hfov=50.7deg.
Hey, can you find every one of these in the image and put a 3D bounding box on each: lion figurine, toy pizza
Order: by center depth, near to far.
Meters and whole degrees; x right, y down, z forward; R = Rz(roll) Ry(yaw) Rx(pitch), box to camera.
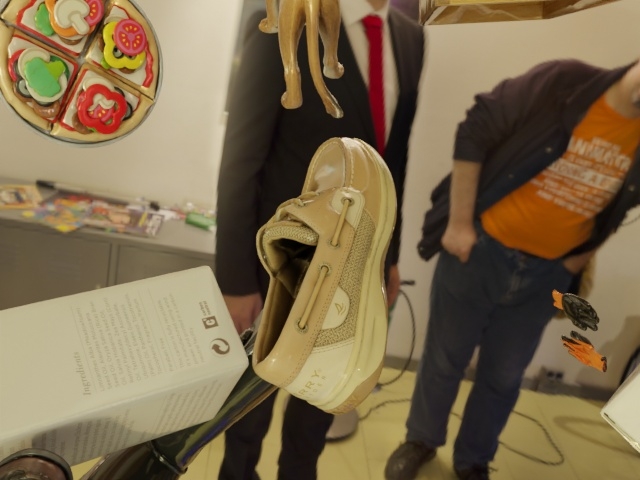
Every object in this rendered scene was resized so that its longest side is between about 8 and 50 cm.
[{"bbox_3d":[-0.274,-0.208,0.784,0.201,0.201,0.032,-3,11,-36],"label":"toy pizza"},{"bbox_3d":[-0.030,-0.378,0.984,0.142,0.240,0.392,-13,49,-16],"label":"lion figurine"}]

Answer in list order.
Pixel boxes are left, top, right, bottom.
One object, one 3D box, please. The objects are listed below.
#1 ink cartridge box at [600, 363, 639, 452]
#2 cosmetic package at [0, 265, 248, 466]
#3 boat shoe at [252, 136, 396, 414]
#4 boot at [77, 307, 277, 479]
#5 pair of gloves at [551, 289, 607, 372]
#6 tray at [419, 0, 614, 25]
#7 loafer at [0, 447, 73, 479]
[{"bbox_3d":[0.343,0.057,0.479,0.115,0.198,0.273,44,33,24],"label":"ink cartridge box"},{"bbox_3d":[-0.348,0.195,0.876,0.453,0.230,0.161,-12,64,-30],"label":"cosmetic package"},{"bbox_3d":[0.000,0.000,0.680,0.110,0.121,0.341,27,40,-23],"label":"boat shoe"},{"bbox_3d":[-0.194,0.309,1.109,0.146,0.445,0.367,49,13,-15],"label":"boot"},{"bbox_3d":[0.281,0.097,0.732,0.010,0.083,0.074,-19,18,-13],"label":"pair of gloves"},{"bbox_3d":[0.236,-0.325,0.861,0.203,0.076,0.411,-1,15,6],"label":"tray"},{"bbox_3d":[-0.369,0.356,0.727,0.109,0.302,0.095,35,16,-19],"label":"loafer"}]
